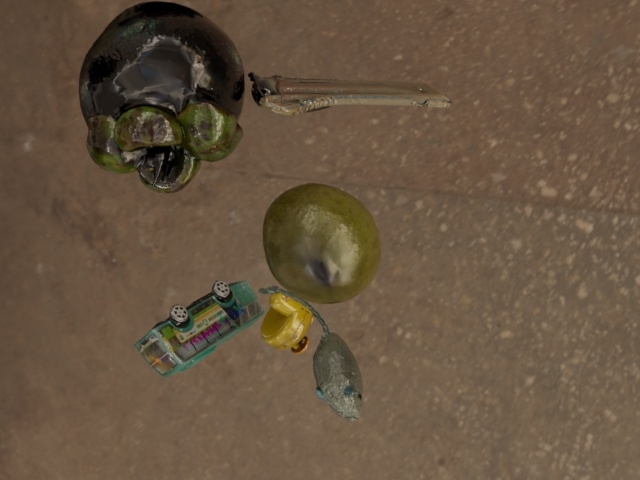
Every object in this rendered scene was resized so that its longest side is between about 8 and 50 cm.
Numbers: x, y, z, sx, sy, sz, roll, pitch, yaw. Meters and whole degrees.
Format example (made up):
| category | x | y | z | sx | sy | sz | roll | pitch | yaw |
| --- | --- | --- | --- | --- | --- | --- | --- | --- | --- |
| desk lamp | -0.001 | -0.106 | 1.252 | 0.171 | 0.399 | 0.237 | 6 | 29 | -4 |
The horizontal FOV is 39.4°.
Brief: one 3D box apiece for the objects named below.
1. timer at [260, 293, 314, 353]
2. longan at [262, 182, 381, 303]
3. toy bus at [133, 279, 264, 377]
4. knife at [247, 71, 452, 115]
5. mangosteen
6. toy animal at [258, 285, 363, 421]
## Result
| category | x | y | z | sx | sy | sz | roll | pitch | yaw |
| --- | --- | --- | --- | --- | --- | --- | --- | --- | --- |
| timer | -0.068 | 0.140 | 1.614 | 0.109 | 0.107 | 0.107 | 37 | 127 | -24 |
| longan | 0.000 | 0.000 | 1.127 | 0.145 | 0.176 | 0.155 | -13 | 116 | -4 |
| toy bus | -0.217 | 0.155 | 1.643 | 0.109 | 0.261 | 0.091 | 54 | 132 | 5 |
| knife | 0.049 | -0.202 | 1.275 | 0.089 | 0.365 | 0.043 | 56 | 134 | 31 |
| mangosteen | -0.202 | -0.182 | 1.149 | 0.242 | 0.243 | 0.243 | 10 | 114 | 24 |
| toy animal | 0.002 | 0.167 | 1.411 | 0.070 | 0.079 | 0.253 | -35 | 76 | 22 |
